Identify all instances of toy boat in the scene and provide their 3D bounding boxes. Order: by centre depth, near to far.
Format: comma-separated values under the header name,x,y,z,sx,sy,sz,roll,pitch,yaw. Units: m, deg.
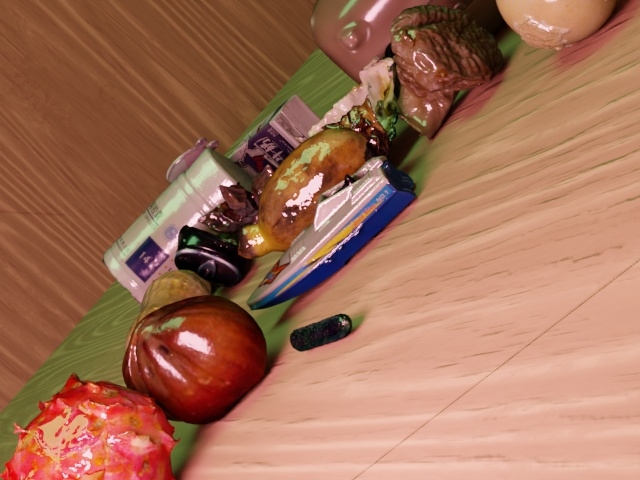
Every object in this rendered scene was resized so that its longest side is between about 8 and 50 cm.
name,x,y,z,sx,sy,sz,roll,pitch,yaw
toy boat,0.000,0.000,1.686,0.295,0.088,0.129,-43,12,15

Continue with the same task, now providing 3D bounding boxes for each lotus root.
name,x,y,z,sx,sy,sz,roll,pitch,yaw
lotus root,-0.002,-0.075,1.815,0.314,0.141,0.169,-44,-1,11

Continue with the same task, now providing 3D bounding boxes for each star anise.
name,x,y,z,sx,sy,sz,roll,pitch,yaw
star anise,-0.132,-0.060,2.288,0.230,0.081,0.262,-25,-13,-26

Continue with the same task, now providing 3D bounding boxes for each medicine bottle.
name,x,y,z,sx,sy,sz,roll,pitch,yaw
medicine bottle,-0.278,-0.021,2.505,0.332,0.190,0.190,-45,11,5

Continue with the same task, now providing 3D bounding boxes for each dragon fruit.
name,x,y,z,sx,sy,sz,roll,pitch,yaw
dragon fruit,-0.294,0.299,1.478,0.268,0.210,0.205,-46,39,-17

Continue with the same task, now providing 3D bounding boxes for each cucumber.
name,x,y,z,sx,sy,sz,roll,pitch,yaw
cucumber,0.005,0.110,1.437,0.032,0.032,0.133,-53,13,-29

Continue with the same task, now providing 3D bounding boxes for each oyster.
name,x,y,z,sx,sy,sz,roll,pitch,yaw
oyster,0.050,-0.155,2.006,0.354,0.107,0.201,-39,44,44

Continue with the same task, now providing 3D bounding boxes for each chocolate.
name,x,y,z,sx,sy,sz,roll,pitch,yaw
chocolate,-0.255,0.144,2.020,0.134,0.134,0.309,-42,14,20

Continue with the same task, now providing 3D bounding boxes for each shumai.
name,x,y,z,sx,sy,sz,roll,pitch,yaw
shumai,0.167,-0.254,1.809,0.206,0.166,0.175,-13,-32,-49

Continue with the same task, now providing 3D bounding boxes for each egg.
name,x,y,z,sx,sy,sz,roll,pitch,yaw
egg,0.303,-0.331,1.537,0.164,0.164,0.201,-45,16,9

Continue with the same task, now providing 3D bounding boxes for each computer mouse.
name,x,y,z,sx,sy,sz,roll,pitch,yaw
computer mouse,-0.207,0.033,2.213,0.233,0.137,0.096,-149,77,-86

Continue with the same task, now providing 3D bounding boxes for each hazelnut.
name,x,y,z,sx,sy,sz,roll,pitch,yaw
hazelnut,-0.165,0.149,1.582,0.204,0.178,0.178,-13,33,50

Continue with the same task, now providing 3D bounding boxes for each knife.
name,x,y,z,sx,sy,sz,roll,pitch,yaw
knife,-0.220,-0.155,2.667,0.132,0.038,0.398,-44,-21,12

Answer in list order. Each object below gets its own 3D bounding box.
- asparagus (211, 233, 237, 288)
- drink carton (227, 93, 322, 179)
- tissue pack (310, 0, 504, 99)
name,x,y,z,sx,sy,sz,roll,pitch,yaw
asparagus,-0.234,0.070,2.336,0.080,0.080,0.287,-33,17,48
drink carton,-0.083,-0.197,2.545,0.222,0.134,0.102,-31,20,54
tissue pack,0.176,-0.425,2.042,0.387,0.267,0.277,-44,21,18
